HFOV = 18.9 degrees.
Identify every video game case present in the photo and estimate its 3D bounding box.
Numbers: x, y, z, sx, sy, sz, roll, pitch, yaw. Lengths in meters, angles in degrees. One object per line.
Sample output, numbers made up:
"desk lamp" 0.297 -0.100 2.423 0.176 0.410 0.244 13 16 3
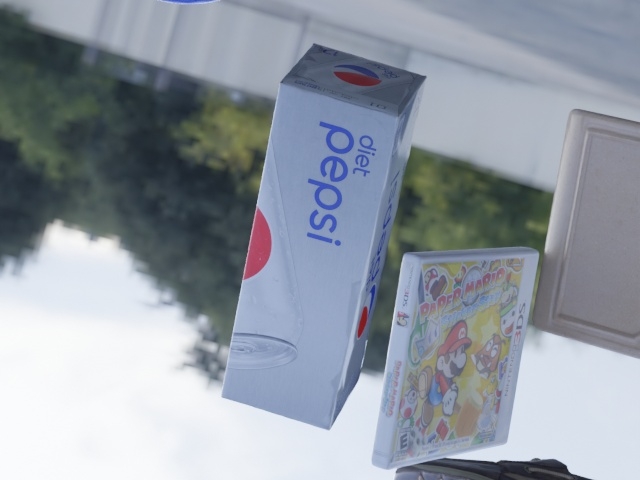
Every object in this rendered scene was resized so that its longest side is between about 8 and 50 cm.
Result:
"video game case" 0.135 0.111 1.878 0.026 0.206 0.227 14 -171 35

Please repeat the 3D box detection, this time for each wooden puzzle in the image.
"wooden puzzle" 0.317 0.003 1.817 0.238 0.221 0.044 17 -167 39

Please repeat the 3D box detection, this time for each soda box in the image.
"soda box" 0.000 0.000 1.494 0.098 0.286 0.091 17 -151 9

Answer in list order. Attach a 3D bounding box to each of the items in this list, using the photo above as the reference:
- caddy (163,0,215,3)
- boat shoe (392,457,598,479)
"caddy" -0.130 -0.385 1.785 0.241 0.341 0.179 16 149 -21
"boat shoe" 0.265 0.341 2.381 0.355 0.132 0.130 16 -154 13
